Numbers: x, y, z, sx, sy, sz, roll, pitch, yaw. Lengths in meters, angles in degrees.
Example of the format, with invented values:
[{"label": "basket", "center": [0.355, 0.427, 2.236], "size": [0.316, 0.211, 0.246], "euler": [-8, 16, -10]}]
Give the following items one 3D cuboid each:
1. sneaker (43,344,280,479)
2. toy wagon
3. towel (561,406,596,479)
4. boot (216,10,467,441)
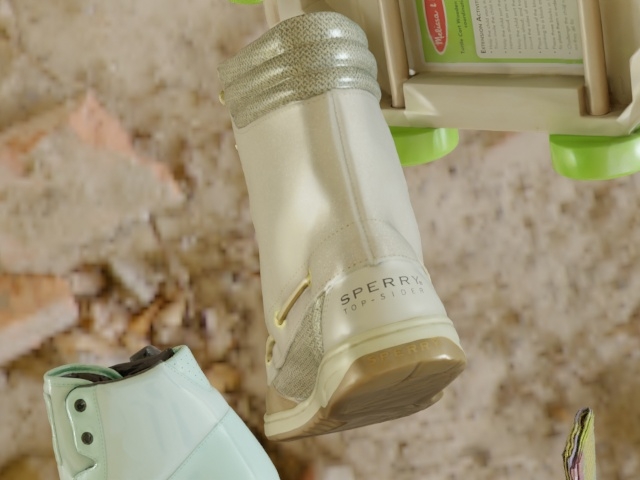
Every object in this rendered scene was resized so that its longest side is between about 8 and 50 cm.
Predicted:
[{"label": "sneaker", "center": [-0.162, 0.161, 1.241], "size": [0.256, 0.094, 0.151], "euler": [-28, 96, 4]}, {"label": "toy wagon", "center": [0.049, -0.171, 1.050], "size": [0.344, 0.068, 0.267], "euler": [5, 115, 33]}, {"label": "towel", "center": [0.121, 0.124, 0.926], "size": [0.009, 0.060, 0.083], "euler": [1, 111, 14]}, {"label": "boot", "center": [0.000, 0.000, 0.882], "size": [0.077, 0.165, 0.213], "euler": [-14, 170, -12]}]
